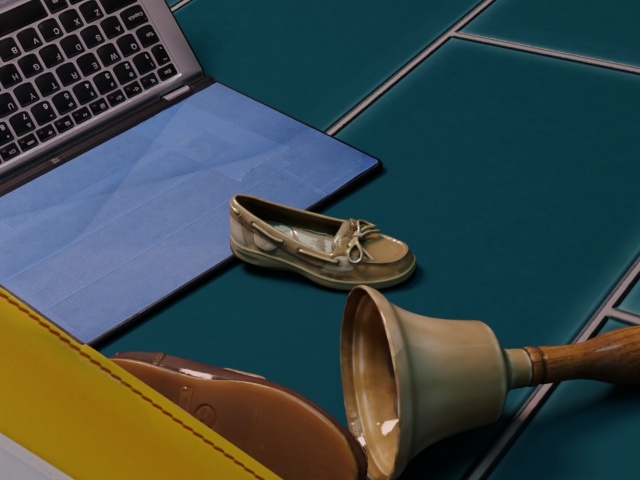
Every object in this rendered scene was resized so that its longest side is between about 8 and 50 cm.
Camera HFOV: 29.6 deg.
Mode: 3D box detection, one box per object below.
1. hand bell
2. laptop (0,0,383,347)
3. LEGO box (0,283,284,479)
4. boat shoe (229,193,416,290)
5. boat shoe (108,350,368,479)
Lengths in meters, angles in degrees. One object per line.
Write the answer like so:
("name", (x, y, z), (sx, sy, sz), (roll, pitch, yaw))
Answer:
("hand bell", (0.145, 0.083, 0.786), (0.242, 0.126, 0.126), (-4, 34, -14))
("laptop", (-0.232, -0.138, 1.049), (0.382, 0.408, 0.236), (-32, 8, -29))
("LEGO box", (-0.162, 0.272, 0.348), (0.372, 0.193, 0.500), (35, 44, -1))
("boat shoe", (0.000, -0.001, 0.949), (0.153, 0.048, 0.056), (14, 40, 19))
("boat shoe", (-0.057, 0.117, 0.787), (0.207, 0.073, 0.073), (19, 4, 25))
